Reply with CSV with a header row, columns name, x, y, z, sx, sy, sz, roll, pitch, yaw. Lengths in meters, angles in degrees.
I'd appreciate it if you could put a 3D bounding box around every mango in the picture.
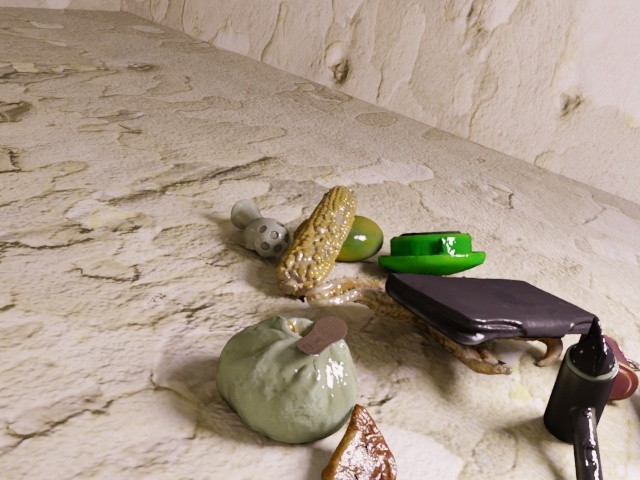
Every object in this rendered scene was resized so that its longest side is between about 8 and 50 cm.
name,x,y,z,sx,sy,sz,roll,pitch,yaw
mango,0.033,-0.011,1.601,0.191,0.085,0.122,6,31,-23

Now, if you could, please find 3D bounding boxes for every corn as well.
name,x,y,z,sx,sy,sz,roll,pitch,yaw
corn,0.000,0.000,1.462,0.087,0.086,0.288,20,43,9

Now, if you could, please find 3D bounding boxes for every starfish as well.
name,x,y,z,sx,sy,sz,roll,pitch,yaw
starfish,0.212,0.141,1.349,0.324,0.082,0.432,33,19,34

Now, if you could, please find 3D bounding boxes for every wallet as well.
name,x,y,z,sx,sy,sz,roll,pitch,yaw
wallet,0.293,0.107,1.328,0.378,0.051,0.197,3,20,-42

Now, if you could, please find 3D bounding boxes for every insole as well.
name,x,y,z,sx,sy,sz,roll,pitch,yaw
insole,0.003,0.121,1.051,0.045,0.002,0.135,28,21,15

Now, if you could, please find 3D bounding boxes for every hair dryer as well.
name,x,y,z,sx,sy,sz,roll,pitch,yaw
hair dryer,0.362,0.255,1.095,0.078,0.195,0.248,5,42,5

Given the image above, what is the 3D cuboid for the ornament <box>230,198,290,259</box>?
name,x,y,z,sx,sy,sz,roll,pitch,yaw
ornament,-0.113,-0.017,1.535,0.081,0.074,0.156,-36,39,-9

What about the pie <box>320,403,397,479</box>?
name,x,y,z,sx,sy,sz,roll,pitch,yaw
pie,0.043,0.276,0.956,0.088,0.033,0.191,31,35,6

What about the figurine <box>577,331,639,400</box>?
name,x,y,z,sx,sy,sz,roll,pitch,yaw
figurine,0.491,0.206,1.388,0.098,0.082,0.154,10,21,1

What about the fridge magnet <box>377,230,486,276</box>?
name,x,y,z,sx,sy,sz,roll,pitch,yaw
fridge magnet,0.214,0.026,1.587,0.208,0.088,0.208,-3,0,0

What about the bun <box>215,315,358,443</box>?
name,x,y,z,sx,sy,sz,roll,pitch,yaw
bun,-0.038,0.168,1.062,0.196,0.118,0.195,16,24,-7
